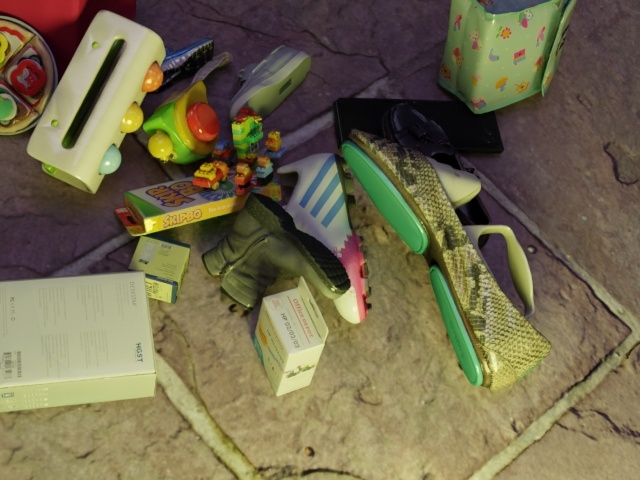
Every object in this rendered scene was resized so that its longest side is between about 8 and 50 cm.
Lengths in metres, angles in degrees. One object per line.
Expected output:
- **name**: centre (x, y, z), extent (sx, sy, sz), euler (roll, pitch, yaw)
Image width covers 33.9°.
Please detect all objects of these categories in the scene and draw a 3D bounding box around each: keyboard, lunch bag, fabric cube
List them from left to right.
- **fabric cube**: centre (-0.486, -0.461, 1.848), extent (0.254, 0.258, 0.259), euler (20, 55, 3)
- **keyboard**: centre (0.186, -0.180, 1.941), extent (0.317, 0.033, 0.201), euler (0, 56, -10)
- **lunch bag**: centre (0.374, -0.385, 1.988), extent (0.262, 0.223, 0.160), euler (-17, 45, -25)

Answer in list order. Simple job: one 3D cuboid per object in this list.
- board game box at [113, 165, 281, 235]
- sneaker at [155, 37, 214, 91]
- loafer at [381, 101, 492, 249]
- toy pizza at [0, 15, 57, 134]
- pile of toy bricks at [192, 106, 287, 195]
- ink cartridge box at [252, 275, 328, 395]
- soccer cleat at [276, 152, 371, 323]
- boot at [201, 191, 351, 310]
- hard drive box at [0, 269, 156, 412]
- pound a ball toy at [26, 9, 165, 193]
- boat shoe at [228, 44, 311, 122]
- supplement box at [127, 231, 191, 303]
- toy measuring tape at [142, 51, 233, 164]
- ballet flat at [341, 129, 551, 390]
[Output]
- **board game box**: centre (-0.208, -0.071, 1.749), extent (0.260, 0.039, 0.124), euler (-18, 30, -19)
- **sneaker**: centre (-0.266, -0.340, 1.933), extent (0.162, 0.063, 0.073), euler (-32, 65, -28)
- **loafer**: centre (0.213, -0.124, 1.836), extent (0.109, 0.095, 0.302), euler (-25, 77, -18)
- **toy pizza**: centre (-0.543, -0.277, 1.769), extent (0.201, 0.201, 0.032), euler (20, 14, 2)
- **pile of toy bricks**: centre (-0.128, -0.165, 1.766), extent (0.118, 0.105, 0.212), euler (9, 31, 23)
- **ink cartridge box**: centre (-0.048, 0.145, 1.581), extent (0.062, 0.181, 0.104), euler (-16, 61, -21)
- **soccer cleat**: centre (0.000, 0.000, 1.746), extent (0.143, 0.116, 0.331), euler (-10, 56, 1)
- **boot**: centre (-0.072, 0.052, 1.662), extent (0.246, 0.161, 0.083), euler (44, 17, 29)
- **hard drive box**: centre (-0.371, 0.148, 1.568), extent (0.232, 0.089, 0.181), euler (-4, 58, -13)
- **pound a ball toy**: centre (-0.349, -0.236, 1.777), extent (0.136, 0.208, 0.319), euler (25, 79, 2)
- **boat shoe**: centre (-0.109, -0.288, 1.929), extent (0.081, 0.079, 0.227), euler (29, 51, 19)
- **supplement box**: centre (-0.260, 0.044, 1.680), extent (0.083, 0.056, 0.083), euler (15, 55, 0)
- **toy measuring tape**: centre (-0.212, -0.222, 1.856), extent (0.121, 0.121, 0.330), euler (25, 38, 5)
- **ballet flat**: centre (0.220, 0.004, 1.706), extent (0.182, 0.164, 0.482), euler (-27, 79, -10)
